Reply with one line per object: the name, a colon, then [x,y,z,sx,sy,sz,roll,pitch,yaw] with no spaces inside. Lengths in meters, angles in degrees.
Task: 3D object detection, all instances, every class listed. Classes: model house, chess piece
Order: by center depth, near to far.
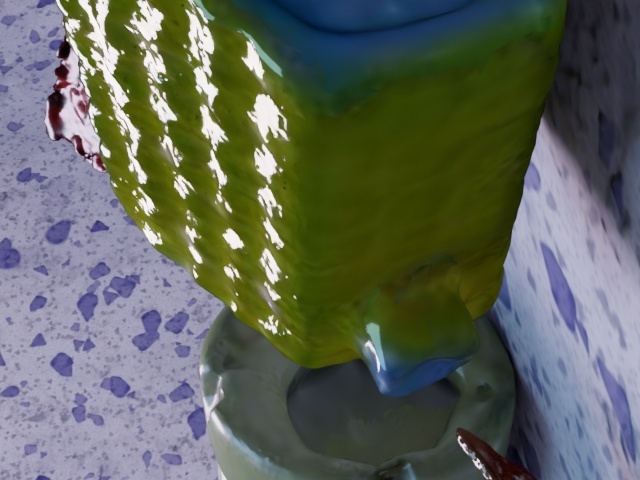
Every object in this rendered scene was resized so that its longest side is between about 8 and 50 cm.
model house: [-0.005,-0.103,0.566,0.237,0.215,0.303,91,157,-63]
chess piece: [0.020,0.215,0.970,0.442,0.234,0.234,87,165,-47]

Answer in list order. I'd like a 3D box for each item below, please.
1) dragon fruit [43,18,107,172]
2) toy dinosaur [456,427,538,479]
dragon fruit: [-0.077,-0.197,1.322,0.286,0.228,0.329,34,129,27]
toy dinosaur: [0.095,0.274,0.732,0.327,0.113,0.206,83,-155,-50]
